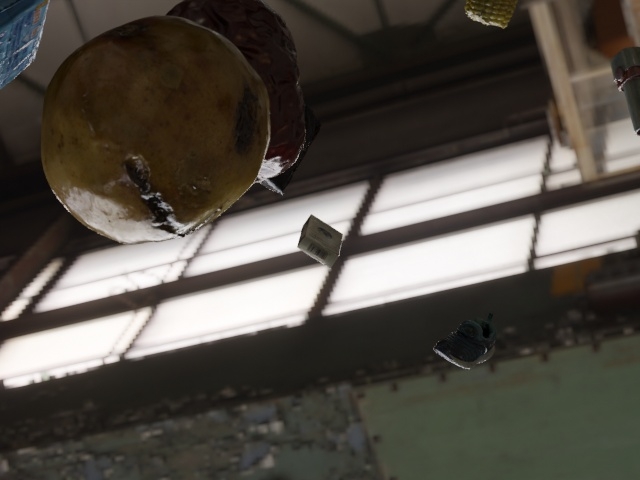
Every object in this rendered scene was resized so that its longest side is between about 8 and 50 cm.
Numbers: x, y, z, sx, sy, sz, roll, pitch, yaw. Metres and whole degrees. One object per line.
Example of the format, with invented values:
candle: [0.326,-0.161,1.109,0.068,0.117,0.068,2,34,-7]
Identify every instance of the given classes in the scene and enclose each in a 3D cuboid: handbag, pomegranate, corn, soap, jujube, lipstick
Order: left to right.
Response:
soap: [-0.407,-0.238,1.587,0.077,0.293,0.156,47,-115,0]
pomegranate: [-0.181,-0.120,1.462,0.260,0.260,0.260,-13,-90,-71]
jujube: [-0.122,-0.194,1.701,0.213,0.213,0.232,25,-125,-66]
handbag: [-0.121,-0.202,2.474,0.169,0.215,0.155,-61,-31,-9]
corn: [0.277,-0.437,1.960,0.081,0.081,0.248,-32,-40,-70]
lipstick: [0.535,-0.230,2.226,0.063,0.057,0.186,130,136,-57]

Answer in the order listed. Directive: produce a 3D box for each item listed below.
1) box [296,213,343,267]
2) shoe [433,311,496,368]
box: [0.000,0.000,1.741,0.054,0.024,0.083,30,-160,-6]
shoe: [0.233,0.158,2.101,0.143,0.064,0.071,-11,-57,-51]
